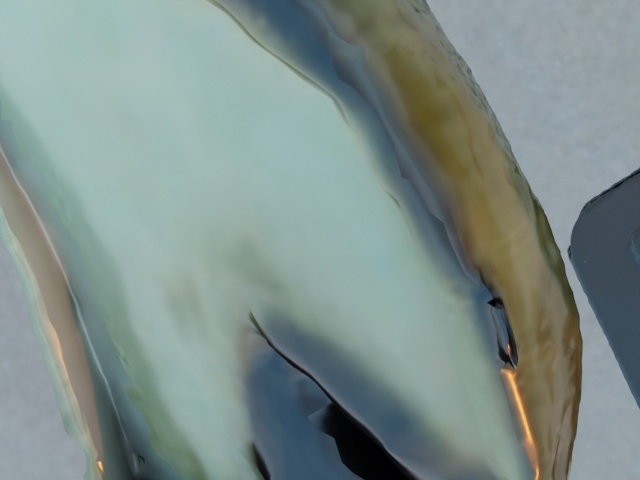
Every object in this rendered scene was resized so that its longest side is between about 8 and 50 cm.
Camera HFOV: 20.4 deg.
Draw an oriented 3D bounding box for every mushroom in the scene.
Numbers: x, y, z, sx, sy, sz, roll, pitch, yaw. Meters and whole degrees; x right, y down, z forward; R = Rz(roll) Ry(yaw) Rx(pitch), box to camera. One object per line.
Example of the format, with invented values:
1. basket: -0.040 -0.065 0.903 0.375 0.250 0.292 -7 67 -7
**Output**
1. mushroom: 0.006 -0.006 0.635 0.217 0.212 0.292 -2 101 35

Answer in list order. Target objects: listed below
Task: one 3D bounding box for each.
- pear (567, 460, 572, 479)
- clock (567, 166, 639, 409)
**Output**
1. pear: 0.089 0.205 1.626 0.307 0.253 0.253 -27 93 50
2. clock: 0.292 0.026 0.987 0.273 0.049 0.279 -34 54 19
